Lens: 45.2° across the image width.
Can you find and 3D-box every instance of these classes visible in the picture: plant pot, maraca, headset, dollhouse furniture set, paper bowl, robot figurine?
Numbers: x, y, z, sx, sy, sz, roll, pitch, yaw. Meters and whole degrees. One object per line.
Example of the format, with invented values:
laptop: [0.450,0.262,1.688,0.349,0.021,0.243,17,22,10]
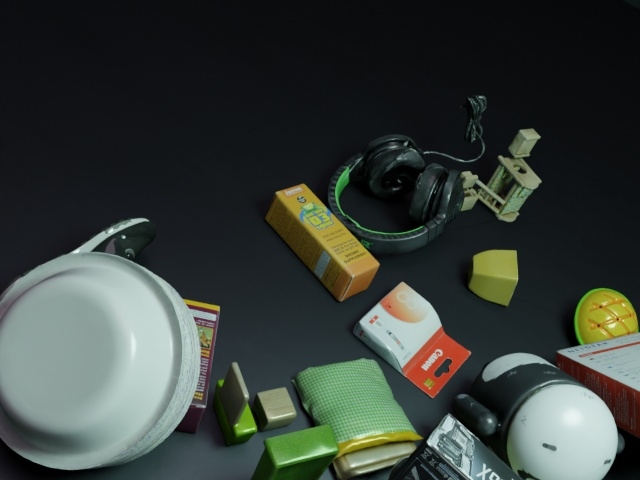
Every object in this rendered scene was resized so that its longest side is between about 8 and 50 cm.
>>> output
plant pot: [0.333,0.067,1.501,0.083,0.081,0.081,10,45,1]
maraca: [0.543,0.180,1.468,0.127,0.099,0.185,14,70,1]
headset: [0.191,-0.139,1.541,0.394,0.185,0.243,-36,59,-25]
dollhouse furniture set: [0.381,-0.129,1.630,0.161,0.182,0.101,-11,53,-30]
paper bowl: [-0.312,0.155,1.013,0.284,0.148,0.284,-2,76,7]
dollhouse furniture set: [0.018,0.248,1.147,0.301,0.151,0.197,-7,51,-27]
robot figurine: [0.332,0.279,1.185,0.209,0.278,0.173,-28,103,-6]

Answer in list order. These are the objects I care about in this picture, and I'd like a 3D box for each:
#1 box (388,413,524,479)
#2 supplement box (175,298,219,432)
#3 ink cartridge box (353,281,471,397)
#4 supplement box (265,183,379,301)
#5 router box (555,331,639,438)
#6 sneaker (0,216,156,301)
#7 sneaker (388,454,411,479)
box: [0.207,0.413,0.988,0.307,0.242,0.076,40,35,14]
supplement box: [-0.219,0.184,1.164,0.104,0.081,0.188,12,45,-10]
ink cartridge box: [0.168,0.171,1.360,0.179,0.045,0.145,37,46,17]
supplement box: [0.000,0.000,1.431,0.078,0.080,0.233,-23,58,-39]
router box: [0.626,0.232,1.294,0.335,0.082,0.301,-9,11,-15]
sneaker: [-0.358,0.073,1.222,0.124,0.107,0.283,49,52,5]
sneaker: [0.276,0.421,1.125,0.385,0.145,0.147,27,18,4]
